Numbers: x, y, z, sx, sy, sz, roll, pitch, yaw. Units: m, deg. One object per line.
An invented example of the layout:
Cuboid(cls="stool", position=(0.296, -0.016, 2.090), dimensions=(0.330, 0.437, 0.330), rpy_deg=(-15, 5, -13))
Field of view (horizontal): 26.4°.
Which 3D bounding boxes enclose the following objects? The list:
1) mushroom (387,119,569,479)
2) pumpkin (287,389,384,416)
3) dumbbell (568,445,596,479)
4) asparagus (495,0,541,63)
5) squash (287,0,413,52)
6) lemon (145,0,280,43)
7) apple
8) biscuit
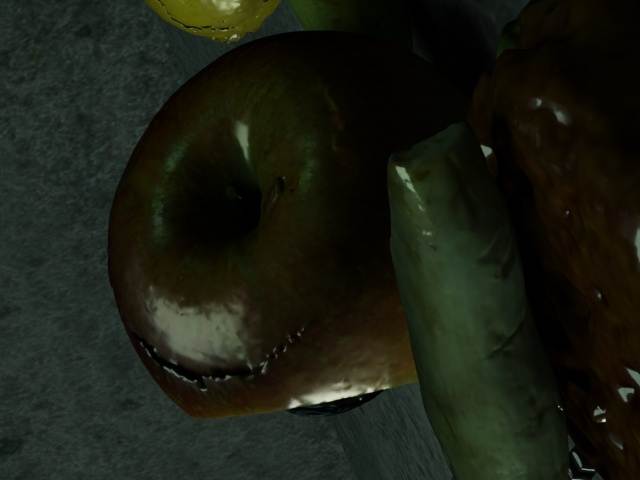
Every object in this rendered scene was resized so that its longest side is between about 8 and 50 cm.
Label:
Cuboid(cls="mushroom", position=(0.098, 0.066, 0.852), dimensions=(0.107, 0.087, 0.333), rpy_deg=(50, 162, 56))
Cuboid(cls="pumpkin", position=(-0.020, 0.083, 1.992), dimensions=(0.363, 0.266, 0.363), rpy_deg=(57, 172, 13))
Cuboid(cls="dumbbell", position=(0.280, 0.233, 1.445), dimensions=(0.083, 0.040, 0.036), rpy_deg=(88, -173, -69))
Cuboid(cls="asparagus", position=(0.171, -0.092, 1.038), dimensions=(0.343, 0.082, 0.085), rpy_deg=(73, -173, -71))
Cuboid(cls="squash", position=(0.044, -0.227, 1.342), dimensions=(0.287, 0.137, 0.137), rpy_deg=(56, 177, -35))
Cuboid(cls="lemon", position=(-0.132, -0.355, 1.630), dimensions=(0.204, 0.204, 0.260), rpy_deg=(-129, 23, -53))
Cuboid(cls="apple", position=(0.000, 0.000, 1.271), dimensions=(0.374, 0.384, 0.374), rpy_deg=(36, -171, -7))
Cuboid(cls="biscuit", position=(0.231, 0.047, 0.822), dimensions=(0.342, 0.166, 0.395), rpy_deg=(58, 171, 40))
